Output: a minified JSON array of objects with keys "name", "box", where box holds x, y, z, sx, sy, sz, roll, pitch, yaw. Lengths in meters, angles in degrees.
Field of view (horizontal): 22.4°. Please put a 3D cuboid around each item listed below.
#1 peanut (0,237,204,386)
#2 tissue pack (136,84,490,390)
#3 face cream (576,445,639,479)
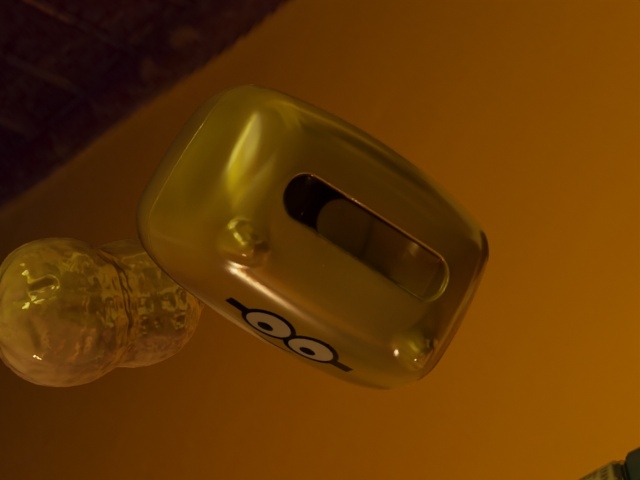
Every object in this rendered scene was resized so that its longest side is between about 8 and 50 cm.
[{"name":"peanut","box":[-0.178,0.053,1.283,0.123,0.123,0.257,-65,-19,10]},{"name":"tissue pack","box":[0.000,0.000,0.855,0.178,0.127,0.123,33,-99,-22]},{"name":"face cream","box":[0.327,0.332,1.579,0.225,0.249,0.249,-28,-59,14]}]
